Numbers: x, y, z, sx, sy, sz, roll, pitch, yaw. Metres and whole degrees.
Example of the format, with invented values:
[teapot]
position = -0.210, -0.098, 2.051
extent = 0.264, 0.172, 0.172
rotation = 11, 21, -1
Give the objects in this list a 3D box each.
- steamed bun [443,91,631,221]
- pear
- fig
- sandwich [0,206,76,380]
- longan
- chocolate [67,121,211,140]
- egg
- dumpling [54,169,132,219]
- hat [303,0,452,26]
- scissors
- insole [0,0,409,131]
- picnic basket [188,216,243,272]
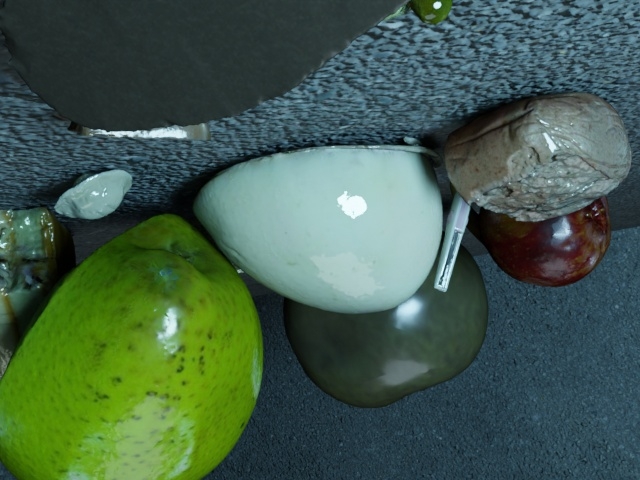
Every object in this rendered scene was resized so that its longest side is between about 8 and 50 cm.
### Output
[steamed bun]
position = 0.218, -0.079, 0.697
extent = 0.175, 0.106, 0.145
rotation = 1, 169, -39
[pear]
position = -0.181, 0.127, 0.804
extent = 0.342, 0.238, 0.318
rotation = -43, 164, -39
[fig]
position = 0.269, -0.019, 0.947
extent = 0.207, 0.175, 0.175
rotation = -15, 170, 41
[sandwich]
position = -0.388, 0.027, 0.878
extent = 0.155, 0.227, 0.198
rotation = -5, 137, -12
[longan]
position = 0.115, 0.126, 1.263
extent = 0.361, 0.361, 0.361
rotation = -8, 173, -1
[chocolate]
position = -0.131, -0.089, 0.524
extent = 0.101, 0.031, 0.064
rotation = 0, -172, -26
[egg]
position = 0.001, -0.001, 0.810
extent = 0.286, 0.174, 0.264
rotation = -5, 169, 0
[dumpling]
position = -0.222, -0.049, 0.707
extent = 0.077, 0.043, 0.059
rotation = -2, 149, -23
[hat]
position = 0.024, -0.125, 0.323
extent = 0.077, 0.059, 0.076
rotation = -8, 179, -41
[scissors]
position = 0.154, -0.029, 0.797
extent = 0.022, 0.176, 0.085
rotation = 18, 170, -7
[insole]
position = -0.022, -0.114, 0.285
extent = 0.328, 0.007, 0.111
rotation = -17, 126, 36
[picnic basket]
position = -0.123, 0.006, 1.082
extent = 0.164, 0.079, 0.115
rotation = -6, 174, -17
